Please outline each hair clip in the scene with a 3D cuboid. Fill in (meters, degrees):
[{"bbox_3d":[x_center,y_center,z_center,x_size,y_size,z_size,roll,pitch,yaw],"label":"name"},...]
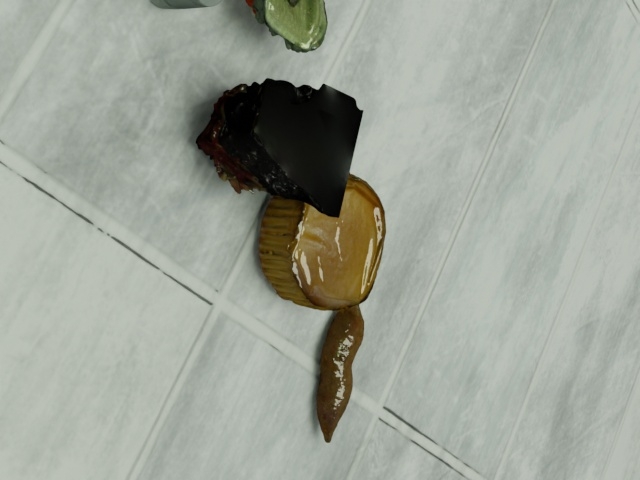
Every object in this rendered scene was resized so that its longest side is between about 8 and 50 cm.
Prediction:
[{"bbox_3d":[-0.038,-0.402,1.306,0.138,0.091,0.321,29,65,-45],"label":"hair clip"}]

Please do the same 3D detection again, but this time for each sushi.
[{"bbox_3d":[-0.069,-0.129,1.269,0.172,0.150,0.153,17,84,-46],"label":"sushi"}]

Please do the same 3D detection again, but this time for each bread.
[{"bbox_3d":[0.001,0.000,1.398,0.199,0.104,0.199,-4,96,-42],"label":"bread"}]

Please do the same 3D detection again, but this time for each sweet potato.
[{"bbox_3d":[0.025,0.194,1.489,0.065,0.051,0.218,17,84,-48],"label":"sweet potato"}]

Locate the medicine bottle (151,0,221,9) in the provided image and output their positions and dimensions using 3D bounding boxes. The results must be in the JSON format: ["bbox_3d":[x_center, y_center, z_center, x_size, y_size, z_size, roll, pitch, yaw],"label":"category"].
[{"bbox_3d":[-0.161,-0.306,1.189,0.058,0.091,0.058,-10,104,-44],"label":"medicine bottle"}]
